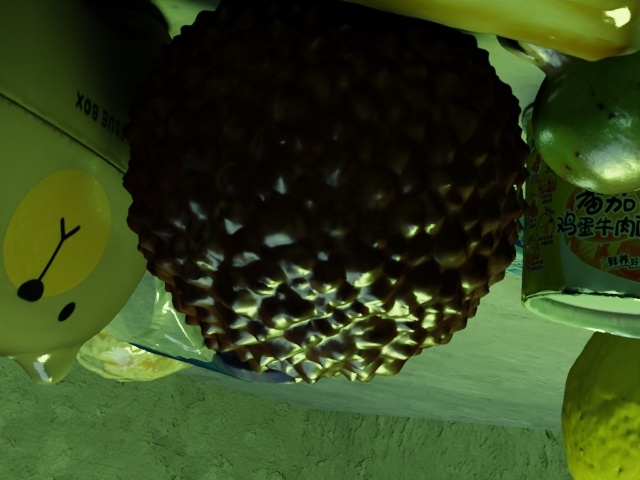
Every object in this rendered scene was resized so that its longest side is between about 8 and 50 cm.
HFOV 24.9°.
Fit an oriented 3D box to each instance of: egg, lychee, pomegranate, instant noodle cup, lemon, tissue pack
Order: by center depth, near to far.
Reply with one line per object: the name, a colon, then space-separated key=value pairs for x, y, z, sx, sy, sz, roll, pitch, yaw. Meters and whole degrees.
pomegranate: x=0.169 y=-0.095 z=0.886 sx=0.142 sy=0.114 sz=0.114 roll=38 pitch=160 yaw=-14
lychee: x=0.004 y=-0.042 z=0.929 sx=0.264 sy=0.300 sz=0.264 roll=9 pitch=126 yaw=13
tissue pack: x=-0.263 y=-0.069 z=0.943 sx=0.267 sy=0.277 sz=0.387 roll=9 pitch=168 yaw=18
instant noodle cup: x=0.244 y=-0.011 z=1.103 sx=0.205 sy=0.153 sz=0.205 roll=8 pitch=169 yaw=2
lemon: x=0.420 y=0.203 z=1.600 sx=0.336 sy=0.336 sz=0.336 roll=9 pitch=168 yaw=2
egg: x=-0.236 y=0.090 z=1.894 sx=0.233 sy=0.195 sz=0.195 roll=5 pitch=172 yaw=-26

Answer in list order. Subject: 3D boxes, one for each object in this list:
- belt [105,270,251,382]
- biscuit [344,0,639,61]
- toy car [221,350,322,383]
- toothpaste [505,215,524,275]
belt: x=-0.090 y=0.008 z=1.274 sx=0.117 sy=0.212 sz=0.347 roll=14 pitch=168 yaw=29
biscuit: x=0.064 y=-0.166 z=0.717 sx=0.290 sy=0.062 sz=0.237 roll=11 pitch=169 yaw=-6
toy car: x=0.000 y=0.000 z=1.155 sx=0.172 sy=0.235 sz=0.158 roll=-7 pitch=127 yaw=45
toothpaste: x=0.132 y=-0.021 z=1.385 sx=0.272 sy=0.053 sz=0.066 roll=21 pitch=164 yaw=-41
